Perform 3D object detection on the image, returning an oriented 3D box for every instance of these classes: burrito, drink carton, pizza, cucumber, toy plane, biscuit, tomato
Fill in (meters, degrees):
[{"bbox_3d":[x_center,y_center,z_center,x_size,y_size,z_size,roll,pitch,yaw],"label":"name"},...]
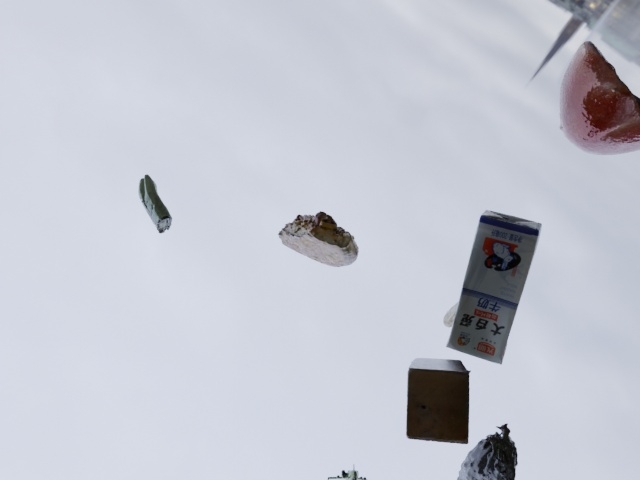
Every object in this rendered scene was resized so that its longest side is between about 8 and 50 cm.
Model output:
[{"bbox_3d":[-0.350,-0.078,1.263,0.044,0.074,0.118,-27,-98,-22],"label":"burrito"},{"bbox_3d":[0.379,0.101,1.320,0.130,0.315,0.106,16,-163,20],"label":"drink carton"},{"bbox_3d":[0.000,-0.003,1.027,0.127,0.246,0.058,33,-103,-10],"label":"pizza"},{"bbox_3d":[0.151,0.226,0.559,0.053,0.182,0.053,-2,-131,3],"label":"cucumber"},{"bbox_3d":[0.069,0.540,1.369,0.102,0.111,0.040,3,-127,-7],"label":"toy plane"},{"bbox_3d":[0.394,0.153,1.528,0.188,0.265,0.040,-37,-95,-23],"label":"biscuit"},{"bbox_3d":[0.635,-0.294,1.383,0.309,0.170,0.309,36,-148,-26],"label":"tomato"}]

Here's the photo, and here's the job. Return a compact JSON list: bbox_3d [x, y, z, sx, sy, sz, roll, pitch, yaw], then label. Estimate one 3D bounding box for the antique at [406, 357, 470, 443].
[{"bbox_3d":[0.183,0.236,0.933,0.087,0.094,0.310,1,173,11],"label":"antique"}]
